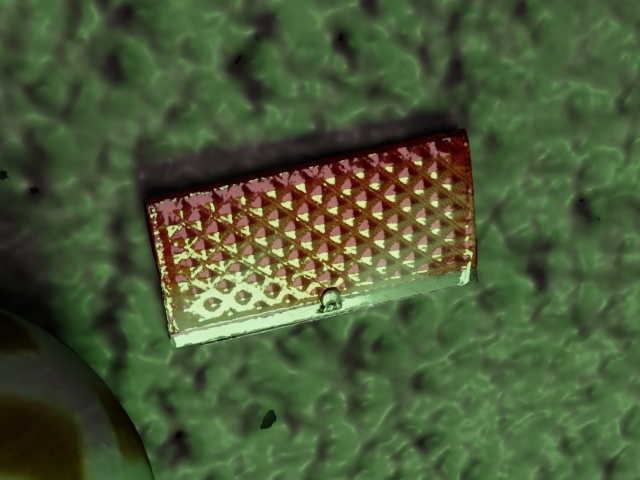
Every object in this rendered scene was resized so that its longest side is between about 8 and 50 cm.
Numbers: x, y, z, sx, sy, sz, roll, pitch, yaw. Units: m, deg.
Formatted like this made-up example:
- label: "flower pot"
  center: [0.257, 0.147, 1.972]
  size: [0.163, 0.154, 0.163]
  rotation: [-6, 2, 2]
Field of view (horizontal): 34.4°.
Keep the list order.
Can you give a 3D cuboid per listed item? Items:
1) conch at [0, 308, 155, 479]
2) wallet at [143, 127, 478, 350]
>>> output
- label: "conch"
  center: [-0.211, 0.147, 0.518]
  size: [0.249, 0.197, 0.368]
  rotation: [-36, 117, 19]
- label: "wallet"
  center: [0.000, 0.000, 0.612]
  size: [0.196, 0.020, 0.103]
  rotation: [-12, 116, -12]
